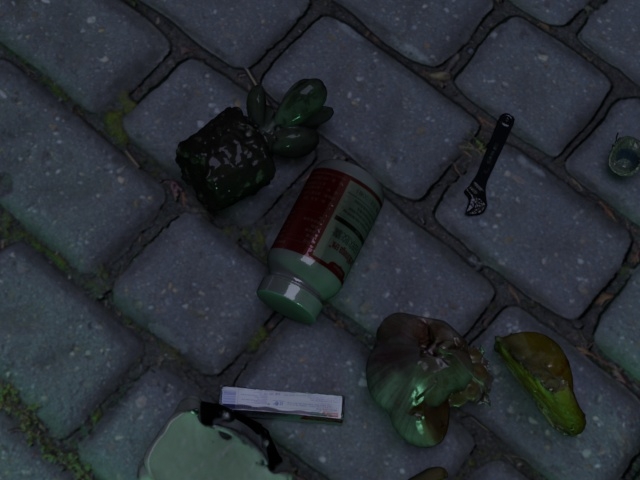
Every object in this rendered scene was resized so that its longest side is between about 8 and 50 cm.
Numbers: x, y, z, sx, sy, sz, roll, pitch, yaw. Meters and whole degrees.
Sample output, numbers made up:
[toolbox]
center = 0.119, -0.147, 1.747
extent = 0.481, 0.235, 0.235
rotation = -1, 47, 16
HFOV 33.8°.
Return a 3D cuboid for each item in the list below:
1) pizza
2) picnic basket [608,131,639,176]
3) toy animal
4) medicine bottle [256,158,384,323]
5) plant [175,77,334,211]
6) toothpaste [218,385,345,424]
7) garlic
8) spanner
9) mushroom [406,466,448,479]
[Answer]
[pizza]
center = 0.349, 0.199, 1.602
extent = 0.080, 0.204, 0.188
rotation = -37, 69, -3
[picnic basket]
center = 0.524, -0.147, 1.791
extent = 0.065, 0.083, 0.083
rotation = 36, 70, 16
[toy animal]
center = -0.164, 0.343, 1.547
extent = 0.208, 0.156, 0.204
rotation = 35, 73, -8
[medicine bottle]
center = 0.000, 0.000, 1.691
extent = 0.131, 0.131, 0.250
rotation = 25, 71, 7
[plant]
center = -0.104, -0.169, 1.748
extent = 0.274, 0.146, 0.149
rotation = -36, 94, -15
[toothpaste]
center = -0.060, 0.257, 1.640
extent = 0.196, 0.047, 0.040
rotation = 4, 67, -1
[garlic]
center = 0.200, 0.204, 1.595
extent = 0.207, 0.256, 0.207
rotation = 2, 87, -42
[spanner]
center = 0.292, -0.131, 1.814
extent = 0.046, 0.012, 0.209
rotation = 23, 70, 6
[mushroom]
center = 0.205, 0.453, 1.556
extent = 0.108, 0.096, 0.247
rotation = -42, 72, 11
